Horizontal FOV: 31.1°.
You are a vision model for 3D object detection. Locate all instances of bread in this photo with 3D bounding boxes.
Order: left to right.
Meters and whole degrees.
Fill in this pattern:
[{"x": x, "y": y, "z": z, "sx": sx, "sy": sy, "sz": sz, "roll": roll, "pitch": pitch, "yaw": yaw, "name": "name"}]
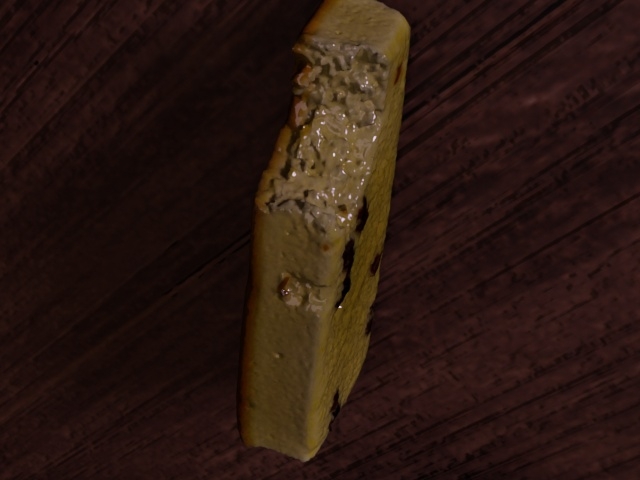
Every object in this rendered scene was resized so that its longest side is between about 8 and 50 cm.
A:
[{"x": 0.000, "y": 0.000, "z": 0.544, "sx": 0.049, "sy": 0.088, "sz": 0.226, "roll": 19, "pitch": 132, "yaw": 15, "name": "bread"}]
